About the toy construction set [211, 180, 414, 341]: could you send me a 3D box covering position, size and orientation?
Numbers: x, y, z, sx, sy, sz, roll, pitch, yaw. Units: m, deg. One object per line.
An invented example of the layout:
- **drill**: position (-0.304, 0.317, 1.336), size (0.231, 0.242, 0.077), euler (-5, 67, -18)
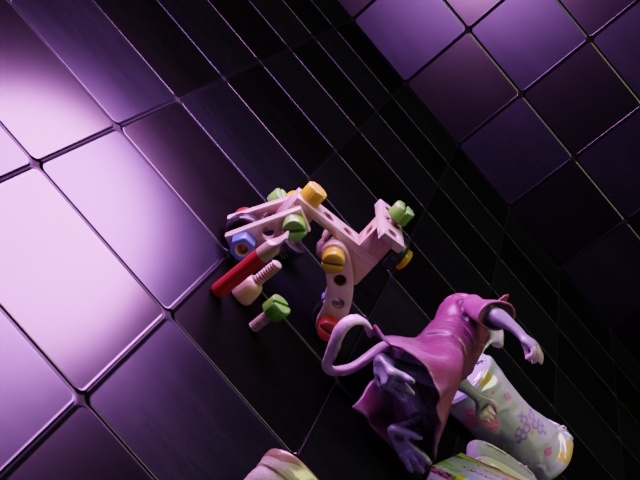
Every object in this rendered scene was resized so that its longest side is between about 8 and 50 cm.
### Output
- **toy construction set**: position (0.000, 0.000, 1.535), size (0.257, 0.237, 0.309), euler (54, 21, 7)

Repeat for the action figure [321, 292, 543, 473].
- **action figure**: position (0.182, 0.181, 1.621), size (0.275, 0.248, 0.370), euler (32, 41, 10)

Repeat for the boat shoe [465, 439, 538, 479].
- **boat shoe**: position (0.331, 0.407, 1.761), size (0.227, 0.079, 0.081), euler (37, 29, -25)

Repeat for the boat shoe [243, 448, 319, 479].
- **boat shoe**: position (0.017, 0.375, 1.169), size (0.302, 0.109, 0.098), euler (49, 60, -6)

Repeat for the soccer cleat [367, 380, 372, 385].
- **soccer cleat**: position (0.103, 0.250, 1.630), size (0.083, 0.029, 0.035), euler (46, 7, -10)

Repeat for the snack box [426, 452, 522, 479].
- **snack box**: position (0.266, 0.388, 1.514), size (0.207, 0.070, 0.174), euler (20, 3, 23)

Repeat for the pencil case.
- **pencil case**: position (0.328, 0.317, 1.842), size (0.273, 0.124, 0.113), euler (42, 23, -19)
